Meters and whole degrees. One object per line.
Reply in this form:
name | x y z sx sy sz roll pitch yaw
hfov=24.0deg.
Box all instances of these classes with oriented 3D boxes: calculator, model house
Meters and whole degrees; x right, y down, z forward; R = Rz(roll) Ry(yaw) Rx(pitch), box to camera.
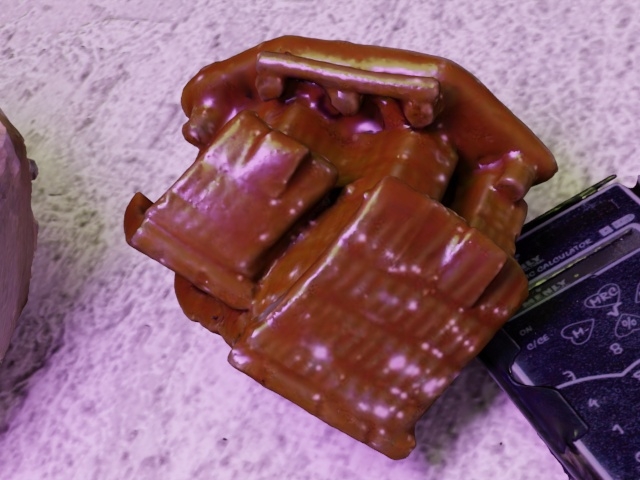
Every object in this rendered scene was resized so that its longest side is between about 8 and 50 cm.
calculator | 0.179 0.051 0.896 0.166 0.028 0.274 -32 31 -3
model house | 0.000 -0.001 0.936 0.220 0.199 0.229 -32 28 40

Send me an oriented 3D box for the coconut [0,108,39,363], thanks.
coconut | -0.360 0.001 1.017 0.360 0.346 0.346 -11 47 19
